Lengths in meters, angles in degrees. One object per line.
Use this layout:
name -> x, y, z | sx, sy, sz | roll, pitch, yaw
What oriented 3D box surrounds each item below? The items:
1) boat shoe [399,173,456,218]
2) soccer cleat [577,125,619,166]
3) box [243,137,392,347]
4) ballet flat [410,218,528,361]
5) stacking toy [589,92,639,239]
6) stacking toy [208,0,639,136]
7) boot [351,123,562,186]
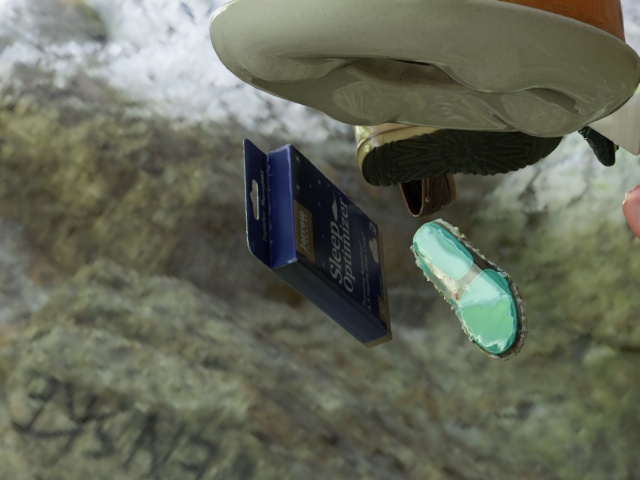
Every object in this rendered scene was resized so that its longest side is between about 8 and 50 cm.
boat shoe -> 0.130, -0.133, 1.958 | 0.073, 0.073, 0.207 | -7, 104, 56
soccer cleat -> 0.362, -0.182, 1.971 | 0.060, 0.072, 0.179 | 176, 72, -84
box -> 0.000, 0.000, 1.379 | 0.225, 0.036, 0.136 | 39, -142, -47
ballet flat -> 0.195, 0.061, 1.710 | 0.077, 0.091, 0.241 | 32, -161, -45
stacking toy -> 0.512, -0.125, 1.823 | 0.280, 0.309, 0.130 | 54, -166, 7
stacking toy -> 0.106, -0.341, 1.151 | 0.350, 0.480, 0.350 | 7, 176, 0
boot -> 0.122, -0.190, 1.560 | 0.089, 0.236, 0.270 | 91, 169, -46
